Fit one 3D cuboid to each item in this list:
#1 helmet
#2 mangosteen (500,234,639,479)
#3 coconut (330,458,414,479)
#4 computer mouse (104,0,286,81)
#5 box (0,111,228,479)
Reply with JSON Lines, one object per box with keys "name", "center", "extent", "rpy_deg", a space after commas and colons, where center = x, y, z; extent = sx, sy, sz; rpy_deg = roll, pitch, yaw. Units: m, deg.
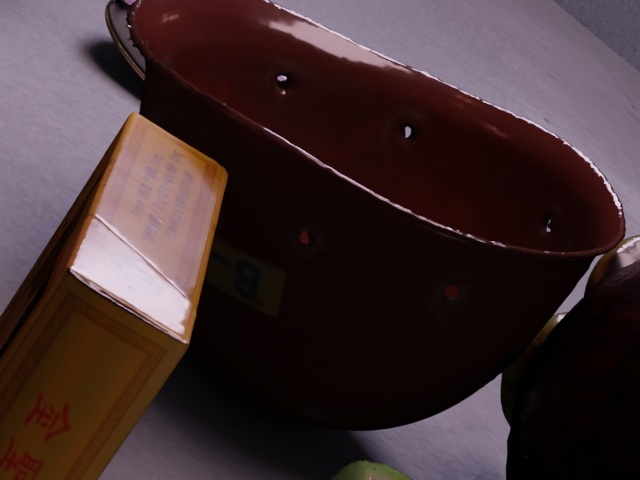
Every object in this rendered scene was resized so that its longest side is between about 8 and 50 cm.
{"name": "helmet", "center": [0.000, 0.000, 1.357], "extent": [0.385, 0.230, 0.338], "rpy_deg": [33, 23, 29]}
{"name": "mangosteen", "center": [0.258, 0.140, 1.368], "extent": [0.307, 0.306, 0.347], "rpy_deg": [24, 4, -30]}
{"name": "coconut", "center": [0.042, 0.182, 1.211], "extent": [0.082, 0.083, 0.081], "rpy_deg": [-10, 26, -4]}
{"name": "computer mouse", "center": [-0.071, -0.131, 1.822], "extent": [0.310, 0.072, 0.158], "rpy_deg": [35, 19, 3]}
{"name": "box", "center": [-0.133, 0.051, 1.075], "extent": [0.076, 0.174, 0.274], "rpy_deg": [31, 18, -9]}
